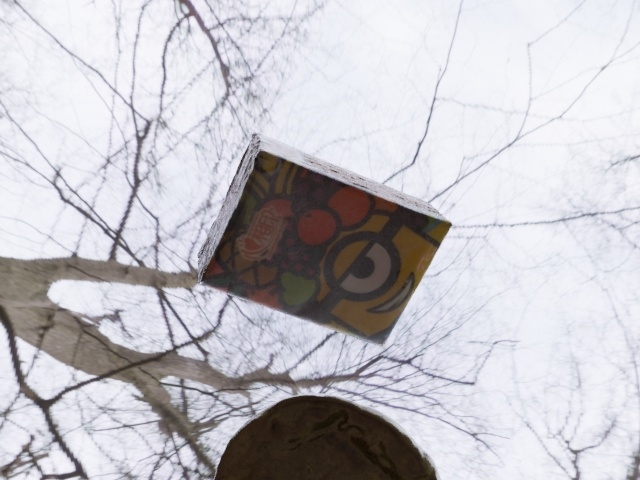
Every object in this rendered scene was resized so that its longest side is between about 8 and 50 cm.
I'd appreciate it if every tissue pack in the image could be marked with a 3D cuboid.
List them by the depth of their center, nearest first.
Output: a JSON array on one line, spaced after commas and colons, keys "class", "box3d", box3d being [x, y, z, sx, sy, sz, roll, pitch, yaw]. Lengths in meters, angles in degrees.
[{"class": "tissue pack", "box3d": [0.000, 0.000, 0.356, 0.083, 0.035, 0.063, 22, -71, -17]}]

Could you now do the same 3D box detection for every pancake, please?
[{"class": "pancake", "box3d": [0.006, 0.265, 0.831, 0.242, 0.050, 0.241, -1, -96, 8]}]
